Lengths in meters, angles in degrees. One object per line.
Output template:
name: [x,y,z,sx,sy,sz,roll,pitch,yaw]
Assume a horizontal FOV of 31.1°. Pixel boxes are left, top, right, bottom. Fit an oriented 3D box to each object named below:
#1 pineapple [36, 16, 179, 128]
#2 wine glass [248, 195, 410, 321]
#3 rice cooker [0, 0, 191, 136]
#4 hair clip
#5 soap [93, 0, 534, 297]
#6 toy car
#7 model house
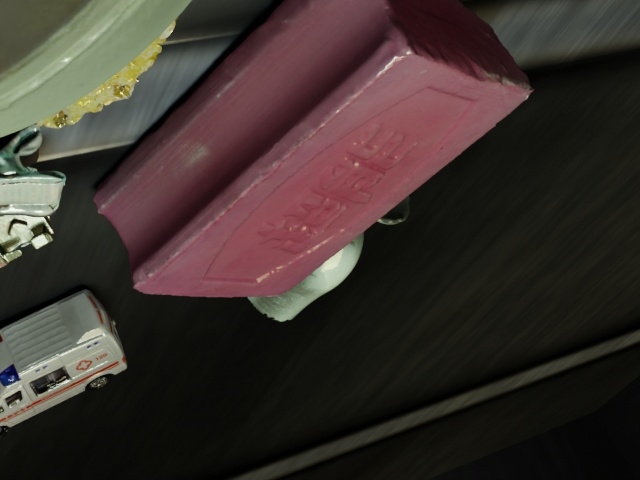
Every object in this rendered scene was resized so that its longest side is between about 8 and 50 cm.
pineapple: [-0.190,-0.155,0.828,0.221,0.047,0.221,-24,156,-11]
wine glass: [0.000,0.000,1.313,0.103,0.103,0.222,-4,148,-45]
rice cooker: [-0.183,-0.207,0.367,0.335,0.335,0.325,-35,157,15]
hair clip: [-0.314,-0.038,0.905,0.218,0.071,0.159,-23,155,-28]
soap: [-0.010,-0.092,1.068,0.359,0.128,0.233,-39,156,29]
toy car: [-0.318,0.136,1.247,0.209,0.089,0.108,-26,157,-11]
model house: [-0.285,-0.011,1.013,0.083,0.057,0.058,-26,119,1]
